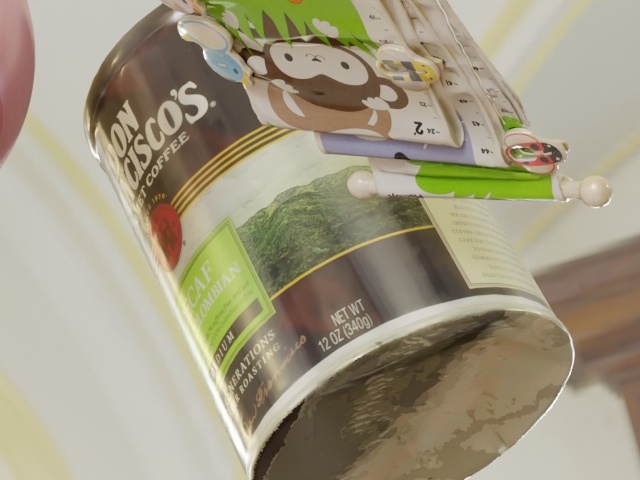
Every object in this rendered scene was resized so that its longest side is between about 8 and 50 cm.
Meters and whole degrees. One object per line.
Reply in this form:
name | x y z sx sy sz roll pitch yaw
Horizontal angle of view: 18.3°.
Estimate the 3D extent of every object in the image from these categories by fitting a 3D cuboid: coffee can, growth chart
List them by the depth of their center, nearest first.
growth chart | 0.010 -0.084 0.914 0.172 0.021 0.237 -1 -34 41
coffee can | 0.000 0.000 1.179 0.202 0.275 0.201 -20 -33 -13

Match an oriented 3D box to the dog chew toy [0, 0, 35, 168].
dog chew toy | -0.289 -0.136 1.024 0.207 0.332 0.206 -25 -42 -25
